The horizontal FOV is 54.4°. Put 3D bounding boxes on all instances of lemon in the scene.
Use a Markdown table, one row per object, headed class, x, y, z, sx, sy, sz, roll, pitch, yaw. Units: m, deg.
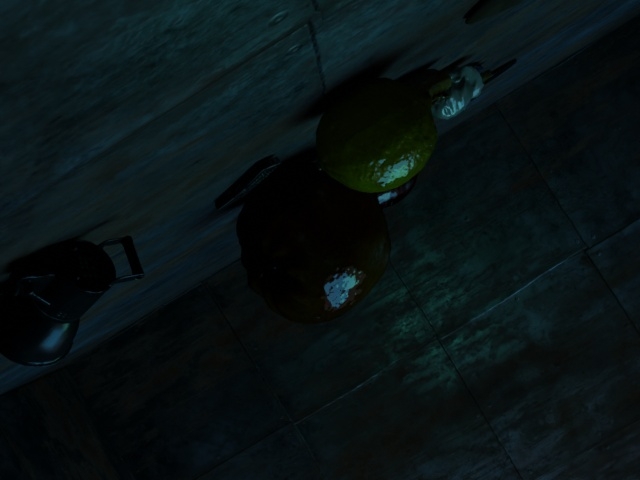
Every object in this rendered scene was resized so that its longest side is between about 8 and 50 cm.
| class | x | y | z | sx | sy | sz | roll | pitch | yaw |
| --- | --- | --- | --- | --- | --- | --- | --- | --- | --- |
| lemon | 0.096 | -0.181 | 1.090 | 0.231 | 0.192 | 0.192 | -31 | 179 | 7 |

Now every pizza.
| class | x | y | z | sx | sy | sz | roll | pitch | yaw |
| --- | --- | --- | --- | --- | --- | --- | --- | --- | --- |
| pizza | 0.142 | -0.267 | 1.320 | 0.306 | 0.085 | 0.161 | -30 | 180 | 1 |

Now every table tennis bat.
| class | x | y | z | sx | sy | sz | roll | pitch | yaw |
| --- | --- | --- | --- | --- | --- | --- | --- | --- | --- |
| table tennis bat | 0.562 | -0.545 | 2.130 | 0.274 | 0.021 | 0.154 | -33 | 180 | -22 |

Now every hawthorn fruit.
| class | x | y | z | sx | sy | sz | roll | pitch | yaw |
| --- | --- | --- | --- | --- | --- | --- | --- | --- | --- |
| hawthorn fruit | 0.000 | 0.000 | 1.571 | 0.403 | 0.402 | 0.403 | -31 | 179 | -1 |

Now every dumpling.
| class | x | y | z | sx | sy | sz | roll | pitch | yaw |
| --- | --- | --- | --- | --- | --- | --- | --- | --- | --- |
| dumpling | 0.305 | -0.359 | 1.501 | 0.188 | 0.108 | 0.127 | -15 | 157 | 6 |

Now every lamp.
| class | x | y | z | sx | sy | sz | roll | pitch | yaw |
| --- | --- | --- | --- | --- | --- | --- | --- | --- | --- |
| lamp | -0.414 | 0.081 | 0.980 | 0.227 | 0.147 | 0.172 | -41 | 151 | 29 |

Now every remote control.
| class | x | y | z | sx | sy | sz | roll | pitch | yaw |
| --- | --- | --- | --- | --- | --- | --- | --- | --- | --- |
| remote control | -0.157 | -0.119 | 1.318 | 0.059 | 0.028 | 0.212 | -25 | 175 | -43 |

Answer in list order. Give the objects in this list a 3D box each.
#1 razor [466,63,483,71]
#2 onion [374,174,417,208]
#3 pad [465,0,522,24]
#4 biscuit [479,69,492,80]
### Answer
| class | x | y | z | sx | sy | sz | roll | pitch | yaw |
| --- | --- | --- | --- | --- | --- | --- | --- | --- | --- |
| razor | 0.401 | -0.450 | 1.644 | 0.155 | 0.044 | 0.028 | -35 | 139 | -51 |
| onion | 0.148 | -0.157 | 1.793 | 0.273 | 0.284 | 0.273 | -6 | -153 | 3 |
| pad | 0.401 | -0.466 | 1.021 | 0.284 | 0.018 | 0.286 | -31 | 179 | -29 |
| biscuit | 0.357 | -0.410 | 1.724 | 0.172 | 0.029 | 0.255 | -22 | -174 | 43 |
